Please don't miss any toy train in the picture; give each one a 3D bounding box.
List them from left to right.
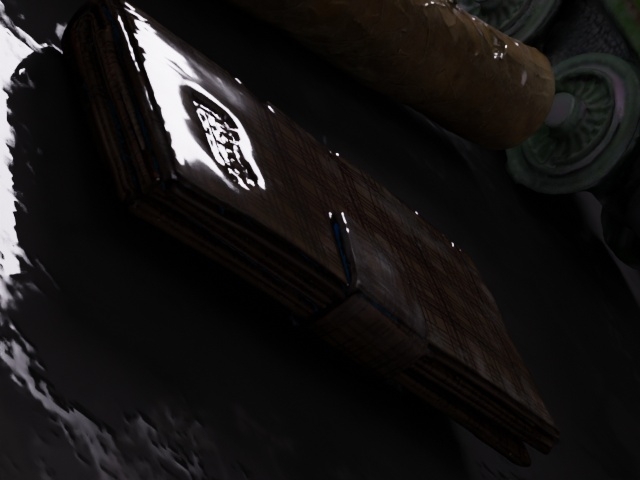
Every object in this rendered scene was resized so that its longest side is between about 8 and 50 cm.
[{"bbox_3d":[0.228,-0.133,1.156,0.173,0.249,0.307,32,27,-40],"label":"toy train"}]

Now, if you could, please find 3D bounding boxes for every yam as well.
[{"bbox_3d":[0.020,-0.123,0.915,0.357,0.081,0.081,24,33,-51],"label":"yam"}]

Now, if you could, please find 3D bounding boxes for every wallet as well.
[{"bbox_3d":[0.000,0.000,0.687,0.230,0.042,0.124,38,19,-38],"label":"wallet"}]
